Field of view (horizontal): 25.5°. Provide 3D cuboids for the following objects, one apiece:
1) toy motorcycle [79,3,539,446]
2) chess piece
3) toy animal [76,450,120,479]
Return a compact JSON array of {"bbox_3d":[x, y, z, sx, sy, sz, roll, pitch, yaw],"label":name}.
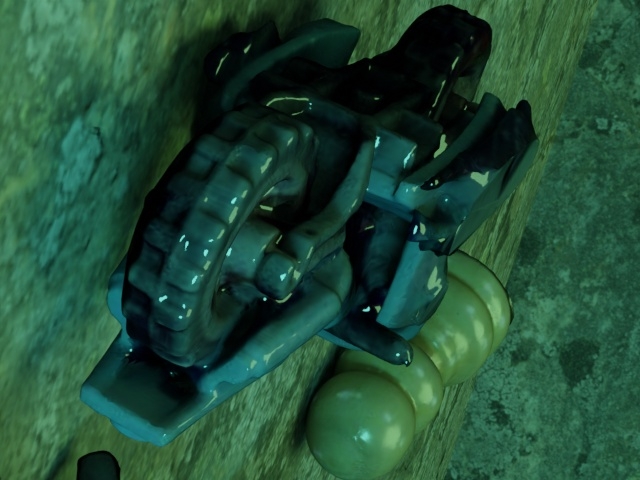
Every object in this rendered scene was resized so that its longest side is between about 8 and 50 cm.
[{"bbox_3d":[0.000,0.000,0.800,0.416,0.172,0.232,-41,155,-62],"label":"toy motorcycle"},{"bbox_3d":[0.074,0.125,1.362,0.261,0.143,0.142,-46,152,-47],"label":"chess piece"},{"bbox_3d":[-0.113,0.217,0.805,0.117,0.121,0.210,-47,165,-17],"label":"toy animal"}]
